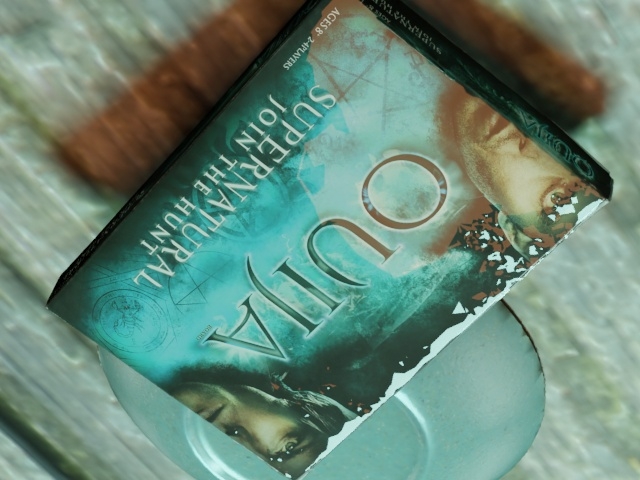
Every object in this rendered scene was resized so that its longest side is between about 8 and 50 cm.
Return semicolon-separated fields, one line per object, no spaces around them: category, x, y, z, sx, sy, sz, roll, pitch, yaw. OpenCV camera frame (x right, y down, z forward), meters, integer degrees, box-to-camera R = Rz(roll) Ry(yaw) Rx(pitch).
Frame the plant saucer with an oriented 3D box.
plant saucer;-0.004;0.070;0.827;0.195;0.037;0.195;7;137;7

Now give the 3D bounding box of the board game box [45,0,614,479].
board game box;0.000;0.000;0.727;0.126;0.026;0.186;37;122;-13
